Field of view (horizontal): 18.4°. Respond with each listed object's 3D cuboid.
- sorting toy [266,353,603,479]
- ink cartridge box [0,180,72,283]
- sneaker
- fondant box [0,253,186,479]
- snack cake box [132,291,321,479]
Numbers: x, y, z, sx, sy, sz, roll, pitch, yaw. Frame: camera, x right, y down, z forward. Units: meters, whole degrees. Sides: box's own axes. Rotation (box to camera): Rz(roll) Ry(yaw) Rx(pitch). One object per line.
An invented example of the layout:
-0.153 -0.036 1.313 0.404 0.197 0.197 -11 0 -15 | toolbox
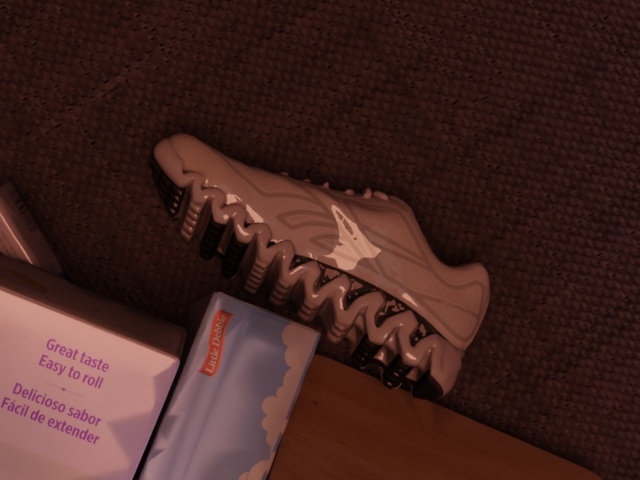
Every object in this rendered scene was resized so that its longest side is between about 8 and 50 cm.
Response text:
0.067 0.246 1.489 0.257 0.255 0.089 23 132 -4 | sorting toy
-0.338 0.104 1.503 0.332 0.065 0.165 -28 98 10 | ink cartridge box
0.000 0.000 1.521 0.292 0.110 0.118 35 72 -4 | sneaker
-0.268 0.175 1.421 0.238 0.096 0.330 22 99 -4 | fondant box
-0.096 0.178 1.471 0.089 0.152 0.264 22 81 -9 | snack cake box
